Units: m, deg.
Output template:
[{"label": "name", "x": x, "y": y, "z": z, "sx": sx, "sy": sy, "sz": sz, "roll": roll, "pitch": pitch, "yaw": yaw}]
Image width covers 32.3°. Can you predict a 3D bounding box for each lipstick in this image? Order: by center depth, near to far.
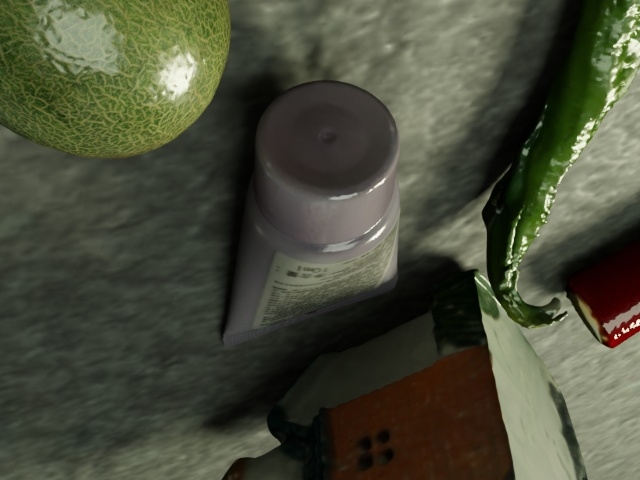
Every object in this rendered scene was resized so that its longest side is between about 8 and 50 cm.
[{"label": "lipstick", "x": 0.345, "y": 0.010, "z": 1.016, "sx": 0.241, "sy": 0.080, "sz": 0.080, "roll": -32, "pitch": 142, "yaw": 3}]

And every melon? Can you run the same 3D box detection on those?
[{"label": "melon", "x": -0.118, "y": -0.112, "z": 0.537, "sx": 0.139, "sy": 0.139, "sz": 0.192, "roll": -36, "pitch": 137, "yaw": 9}]

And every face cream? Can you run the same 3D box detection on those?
[{"label": "face cream", "x": 0.000, "y": 0.000, "z": 0.794, "sx": 0.154, "sy": 0.096, "sz": 0.274, "roll": -21, "pitch": 155, "yaw": -14}]

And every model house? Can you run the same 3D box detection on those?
[{"label": "model house", "x": 0.057, "y": 0.202, "z": 0.934, "sx": 0.301, "sy": 0.271, "sz": 0.190, "roll": -21, "pitch": 129, "yaw": 16}]

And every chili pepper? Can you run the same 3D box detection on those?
[{"label": "chili pepper", "x": 0.192, "y": -0.086, "z": 0.816, "sx": 0.085, "sy": 0.076, "sz": 0.359, "roll": 6, "pitch": 129, "yaw": -11}]
